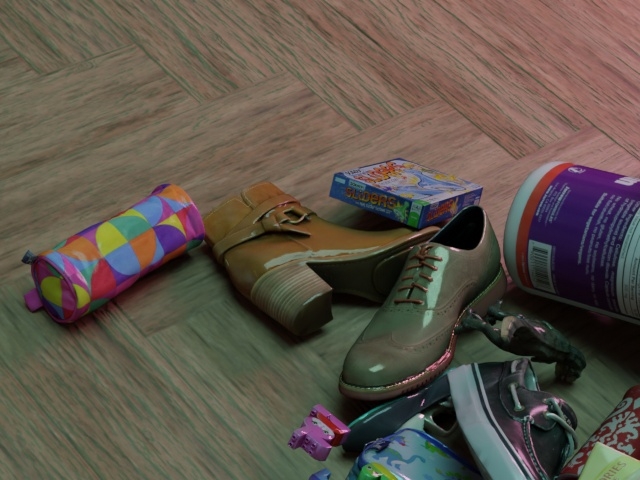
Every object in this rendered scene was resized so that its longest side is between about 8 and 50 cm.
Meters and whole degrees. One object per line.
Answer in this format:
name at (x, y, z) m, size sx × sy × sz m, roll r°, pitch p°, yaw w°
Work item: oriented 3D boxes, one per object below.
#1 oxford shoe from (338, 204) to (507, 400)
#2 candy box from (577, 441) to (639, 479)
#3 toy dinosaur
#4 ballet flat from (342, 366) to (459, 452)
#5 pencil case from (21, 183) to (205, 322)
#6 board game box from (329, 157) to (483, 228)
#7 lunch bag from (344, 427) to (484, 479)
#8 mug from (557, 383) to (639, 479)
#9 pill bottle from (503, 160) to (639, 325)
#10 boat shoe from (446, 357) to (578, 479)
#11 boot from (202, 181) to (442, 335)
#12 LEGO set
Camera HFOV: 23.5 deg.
oxford shoe at (0.117, 0.072, 1.896) m, size 0.123 × 0.130 × 0.348 m, roll 6°, pitch 31°, yaw 29°
candy box at (0.295, 0.387, 1.554) m, size 0.183 × 0.087 × 0.316 m, roll 24°, pitch 76°, yaw 13°
toy dinosaur at (0.236, 0.112, 1.854) m, size 0.118 × 0.064 × 0.268 m, roll 24°, pitch 0°, yaw 33°
ballet flat at (0.117, 0.212, 1.820) m, size 0.203 × 0.074 × 0.074 m, roll -24°, pitch 53°, yaw -35°
pencil case at (-0.256, 0.015, 1.922) m, size 0.104 × 0.104 × 0.236 m, roll 38°, pitch 49°, yaw 26°
board game box at (0.118, -0.065, 2.062) m, size 0.136 × 0.035 × 0.201 m, roll 20°, pitch 17°, yaw 23°
lunch bag at (0.138, 0.299, 1.685) m, size 0.219 × 0.090 × 0.176 m, roll 34°, pitch 19°, yaw 21°
mug at (0.358, 0.249, 1.782) m, size 0.113 × 0.150 × 0.169 m, roll 42°, pitch 54°, yaw 16°
pill bottle at (0.404, 0.015, 1.943) m, size 0.323 × 0.181 × 0.181 m, roll 17°, pitch 38°, yaw 37°
boat shoe at (0.216, 0.203, 1.654) m, size 0.119 × 0.121 × 0.335 m, roll -24°, pitch 23°, yaw 3°
boot at (0.000, 0.000, 2.007) m, size 0.283 × 0.109 × 0.220 m, roll -28°, pitch 52°, yaw -26°
LEGO set at (0.037, 0.280, 1.575) m, size 0.227 × 0.087 × 0.093 m, roll 38°, pitch 30°, yaw 25°
